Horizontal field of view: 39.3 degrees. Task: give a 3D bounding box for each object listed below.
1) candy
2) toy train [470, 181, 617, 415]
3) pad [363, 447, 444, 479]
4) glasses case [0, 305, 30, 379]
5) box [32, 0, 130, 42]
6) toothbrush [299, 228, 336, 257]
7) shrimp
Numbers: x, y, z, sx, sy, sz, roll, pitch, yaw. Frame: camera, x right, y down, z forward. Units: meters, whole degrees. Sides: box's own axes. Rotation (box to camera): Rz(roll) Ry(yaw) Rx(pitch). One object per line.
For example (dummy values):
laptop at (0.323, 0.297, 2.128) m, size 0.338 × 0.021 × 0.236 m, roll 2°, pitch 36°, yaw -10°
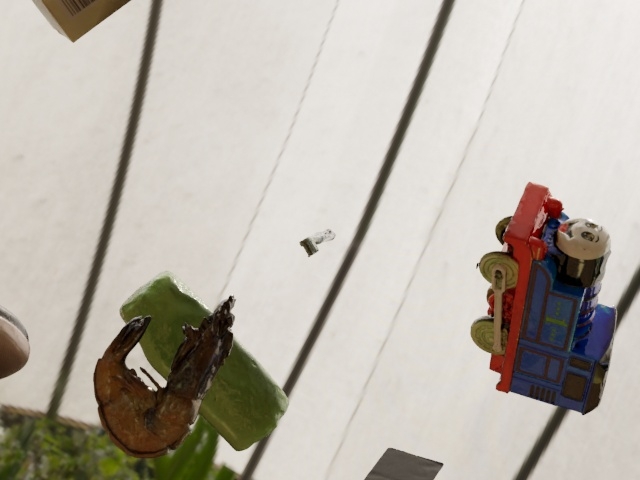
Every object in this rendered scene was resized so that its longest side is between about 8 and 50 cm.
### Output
candy at (-0.204, 0.213, 1.566) m, size 0.343 × 0.142 × 0.132 m, roll 49°, pitch -12°, yaw -4°
toy train at (0.210, 0.057, 0.820) m, size 0.131 × 0.083 × 0.204 m, roll 16°, pitch -44°, yaw 20°
pad at (0.132, 0.437, 1.596) m, size 0.116 × 0.193 × 0.004 m, roll 11°, pitch -61°, yaw 27°
glasses case at (-0.423, 0.101, 0.814) m, size 0.314 × 0.075 × 0.122 m, roll -7°, pitch -31°, yaw 4°
box at (-0.350, -0.420, 1.416) m, size 0.095 × 0.212 × 0.168 m, roll 56°, pitch -10°, yaw -30°
toothbrush at (0.000, 0.000, 0.976) m, size 0.019 × 0.016 × 0.219 m, roll 59°, pitch 7°, yaw 0°
shrimp at (-0.244, 0.187, 1.385) m, size 0.178 × 0.289 × 0.075 m, roll 26°, pitch -12°, yaw -1°
